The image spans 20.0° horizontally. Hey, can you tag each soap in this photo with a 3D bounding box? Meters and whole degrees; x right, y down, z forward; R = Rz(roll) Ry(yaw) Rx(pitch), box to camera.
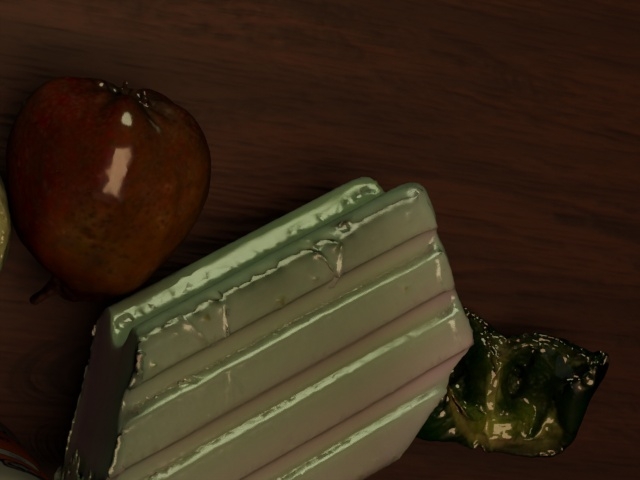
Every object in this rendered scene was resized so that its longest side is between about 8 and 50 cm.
[{"bbox_3d":[-0.061,0.140,1.844,0.446,0.156,0.261,-29,112,-27],"label":"soap"}]

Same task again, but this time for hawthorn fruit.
[{"bbox_3d":[-0.229,-0.041,1.831,0.208,0.208,0.248,17,106,-23],"label":"hawthorn fruit"}]

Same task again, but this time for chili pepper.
[{"bbox_3d":[0.179,0.161,2.071,0.264,0.116,0.148,8,107,-22],"label":"chili pepper"}]

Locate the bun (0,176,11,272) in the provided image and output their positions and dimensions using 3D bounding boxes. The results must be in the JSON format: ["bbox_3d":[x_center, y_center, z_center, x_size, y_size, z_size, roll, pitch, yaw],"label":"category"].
[{"bbox_3d":[-0.402,-0.016,1.797,0.195,0.118,0.195,-7,107,-22],"label":"bun"}]

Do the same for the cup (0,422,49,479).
[{"bbox_3d":[-0.345,0.299,1.761,0.212,0.317,0.212,-4,101,-21],"label":"cup"}]
